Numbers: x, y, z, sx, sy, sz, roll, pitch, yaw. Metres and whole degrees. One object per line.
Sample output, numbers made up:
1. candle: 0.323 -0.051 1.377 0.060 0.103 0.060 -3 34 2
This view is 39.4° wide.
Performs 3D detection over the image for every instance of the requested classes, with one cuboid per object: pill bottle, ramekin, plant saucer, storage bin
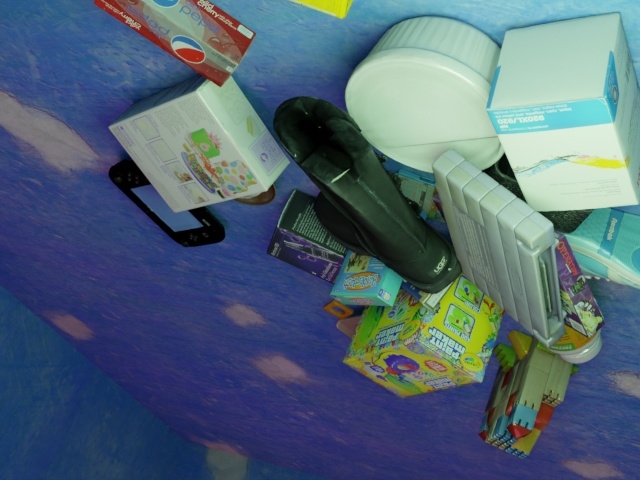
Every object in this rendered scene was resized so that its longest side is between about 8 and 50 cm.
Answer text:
1. pill bottle: 0.497 0.149 1.835 0.136 0.136 0.245 2 145 37
2. ramekin: 0.184 -0.234 1.421 0.273 0.127 0.273 19 152 11
3. plant saucer: -0.182 -0.150 1.960 0.199 0.036 0.198 20 153 11
4. storage bin: 0.373 -0.107 1.500 0.180 0.122 0.084 24 152 1

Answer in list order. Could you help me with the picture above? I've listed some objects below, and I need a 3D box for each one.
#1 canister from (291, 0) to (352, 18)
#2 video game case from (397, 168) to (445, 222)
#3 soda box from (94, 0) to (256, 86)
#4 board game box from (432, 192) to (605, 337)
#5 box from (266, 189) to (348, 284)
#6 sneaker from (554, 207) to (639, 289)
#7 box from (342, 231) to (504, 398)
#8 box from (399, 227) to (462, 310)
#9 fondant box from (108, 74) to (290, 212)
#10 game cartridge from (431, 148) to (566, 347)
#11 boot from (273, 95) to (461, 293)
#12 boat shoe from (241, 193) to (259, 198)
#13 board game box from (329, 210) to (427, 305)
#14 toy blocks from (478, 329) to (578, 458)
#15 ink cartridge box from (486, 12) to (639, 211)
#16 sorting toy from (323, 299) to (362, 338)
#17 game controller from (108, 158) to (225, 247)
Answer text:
1. canister: -0.029 -0.410 1.341 0.170 0.073 0.126 21 153 4
2. video game case: 0.228 -0.080 1.779 0.166 0.015 0.119 20 152 9
3. soda box: -0.251 -0.384 1.550 0.263 0.083 0.092 33 151 -15
4. board game box: 0.348 0.029 1.608 0.208 0.056 0.347 53 171 -30
5. box: 0.000 0.000 2.000 0.207 0.108 0.153 24 153 0
6. sneaker: 0.505 0.035 1.649 0.319 0.127 0.208 28 152 13
7. box: 0.234 0.163 1.916 0.177 0.279 0.290 33 151 -17
8. box: 0.203 0.041 1.782 0.036 0.136 0.225 36 -178 -26
9. fondant box: -0.251 -0.195 1.817 0.330 0.096 0.238 -8 124 48
10. game cartridge: 0.300 0.016 1.475 0.230 0.068 0.355 49 172 36
11. boot: 0.036 -0.100 1.592 0.367 0.146 0.445 31 175 38
12. boat shoe: -0.156 -0.107 1.945 0.100 0.035 0.035 -8 166 40
13. board game box: 0.118 0.031 1.828 0.047 0.210 0.160 34 160 -30
14. toy blocks: 0.482 0.393 2.142 0.191 0.260 0.381 23 153 2
15. ink cartridge box: 0.368 -0.179 1.309 0.168 0.171 0.232 -3 142 31
16. sorting toy: 0.165 0.236 2.354 0.348 0.047 0.196 38 145 -25
17. game controller: -0.369 -0.089 2.182 0.167 0.067 0.319 0 144 39
